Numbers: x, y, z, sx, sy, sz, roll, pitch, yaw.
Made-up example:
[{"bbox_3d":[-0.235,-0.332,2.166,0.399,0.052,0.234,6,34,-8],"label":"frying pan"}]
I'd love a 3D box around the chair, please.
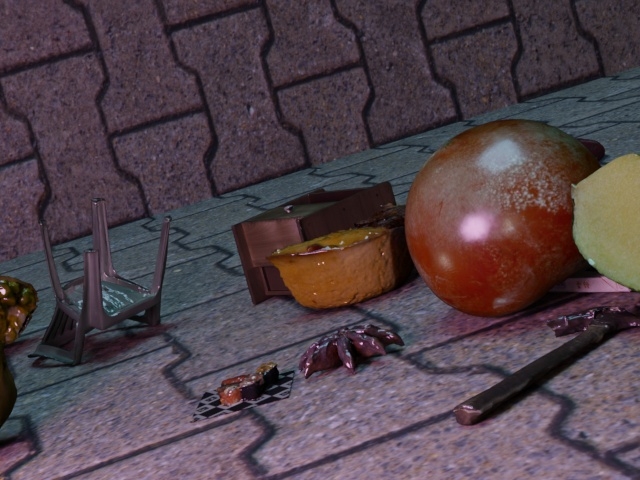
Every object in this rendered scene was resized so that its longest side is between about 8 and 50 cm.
[{"bbox_3d":[-0.371,0.085,2.151,0.190,0.275,0.203,20,27,31],"label":"chair"}]

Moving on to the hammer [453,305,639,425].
[{"bbox_3d":[0.240,0.130,1.398,0.125,0.027,0.297,-5,14,44],"label":"hammer"}]

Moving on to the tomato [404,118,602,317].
[{"bbox_3d":[0.231,-0.041,1.675,0.270,0.222,0.270,-40,8,7],"label":"tomato"}]

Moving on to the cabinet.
[{"bbox_3d":[0.000,0.000,2.153,0.215,0.148,0.175,-25,13,-39],"label":"cabinet"}]

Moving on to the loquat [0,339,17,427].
[{"bbox_3d":[-0.517,0.192,1.670,0.246,0.213,0.213,-19,10,-12],"label":"loquat"}]

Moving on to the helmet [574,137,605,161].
[{"bbox_3d":[0.319,-0.073,2.083,0.253,0.154,0.198,3,-10,2],"label":"helmet"}]

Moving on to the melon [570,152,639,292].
[{"bbox_3d":[0.462,-0.031,1.451,0.343,0.226,0.331,-25,12,43],"label":"melon"}]

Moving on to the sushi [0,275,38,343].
[{"bbox_3d":[-0.641,0.142,2.316,0.296,0.167,0.179,2,7,-29],"label":"sushi"}]

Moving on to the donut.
[{"bbox_3d":[0.080,0.025,2.010,0.295,0.112,0.151,-25,17,-40],"label":"donut"}]

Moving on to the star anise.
[{"bbox_3d":[0.037,0.133,1.654,0.141,0.042,0.141,-15,11,3],"label":"star anise"}]

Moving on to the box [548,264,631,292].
[{"bbox_3d":[0.361,0.043,1.702,0.090,0.024,0.167,-24,11,-35],"label":"box"}]

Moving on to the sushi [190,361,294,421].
[{"bbox_3d":[-0.099,0.181,1.634,0.126,0.026,0.120,-15,10,5],"label":"sushi"}]
